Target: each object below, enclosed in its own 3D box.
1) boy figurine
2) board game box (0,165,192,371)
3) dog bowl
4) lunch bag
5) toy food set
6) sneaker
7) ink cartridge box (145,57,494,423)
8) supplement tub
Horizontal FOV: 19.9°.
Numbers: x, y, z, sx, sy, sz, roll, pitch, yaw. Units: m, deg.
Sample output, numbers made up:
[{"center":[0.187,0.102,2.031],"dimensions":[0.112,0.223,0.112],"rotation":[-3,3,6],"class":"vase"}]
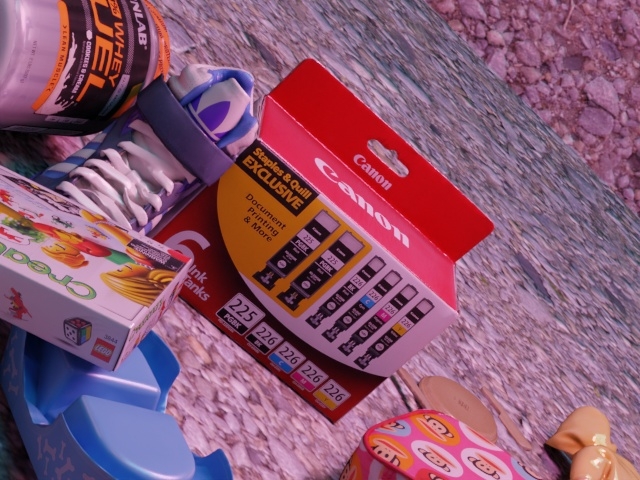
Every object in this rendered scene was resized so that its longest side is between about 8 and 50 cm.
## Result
[{"center":[0.380,0.337,2.422],"dimensions":[0.177,0.092,0.285],"rotation":[25,29,-44],"class":"boy figurine"},{"center":[-0.283,0.000,1.635],"dimensions":[0.305,0.053,0.193],"rotation":[26,21,3],"class":"board game box"},{"center":[-0.187,0.156,1.590],"dimensions":[0.166,0.074,0.297],"rotation":[18,25,-36],"class":"dog bowl"},{"center":[0.176,0.298,1.946],"dimensions":[0.293,0.120,0.258],"rotation":[37,23,21],"class":"lunch bag"},{"center":[0.171,0.223,2.303],"dimensions":[0.192,0.038,0.132],"rotation":[17,28,-44],"class":"toy food set"},{"center":[-0.177,-0.079,1.823],"dimensions":[0.130,0.236,0.323],"rotation":[48,31,-3],"class":"sneaker"},{"center":[0.000,0.000,2.023],"dimensions":[0.309,0.272,0.130],"rotation":[40,22,-17],"class":"ink cartridge box"},{"center":[-0.302,-0.208,1.916],"dimensions":[0.193,0.193,0.316],"rotation":[54,22,16],"class":"supplement tub"}]
